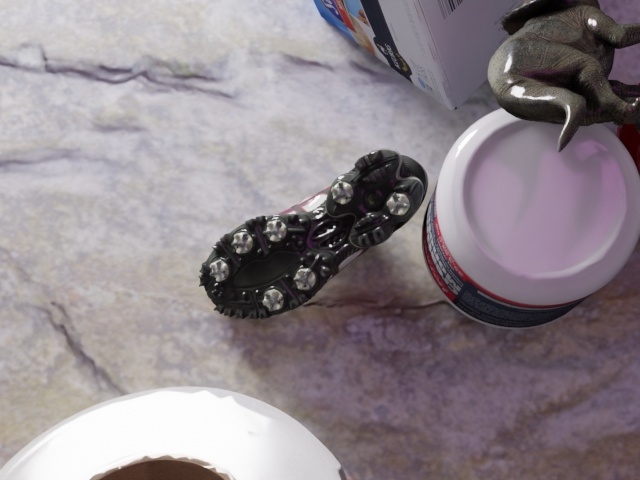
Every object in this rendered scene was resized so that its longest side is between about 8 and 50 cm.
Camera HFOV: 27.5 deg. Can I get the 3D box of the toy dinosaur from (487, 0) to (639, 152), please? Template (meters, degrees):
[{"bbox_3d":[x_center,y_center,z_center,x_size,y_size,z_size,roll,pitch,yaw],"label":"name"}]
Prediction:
[{"bbox_3d":[0.214,-0.149,1.157,0.160,0.121,0.313,11,47,16],"label":"toy dinosaur"}]

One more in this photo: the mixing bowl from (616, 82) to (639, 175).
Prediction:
[{"bbox_3d":[0.399,-0.094,1.405,0.181,0.098,0.181,0,78,1],"label":"mixing bowl"}]

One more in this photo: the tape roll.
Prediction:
[{"bbox_3d":[-0.154,0.305,1.234,0.392,0.072,0.392,-6,43,6],"label":"tape roll"}]

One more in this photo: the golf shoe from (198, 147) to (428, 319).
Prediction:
[{"bbox_3d":[0.000,0.000,1.392,0.272,0.120,0.105,-29,86,17],"label":"golf shoe"}]

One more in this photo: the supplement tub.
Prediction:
[{"bbox_3d":[0.200,-0.014,1.301,0.191,0.272,0.191,0,79,0],"label":"supplement tub"}]

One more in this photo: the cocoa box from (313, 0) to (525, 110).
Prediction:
[{"bbox_3d":[0.155,-0.363,1.363,0.347,0.231,0.228,-45,59,-8],"label":"cocoa box"}]
